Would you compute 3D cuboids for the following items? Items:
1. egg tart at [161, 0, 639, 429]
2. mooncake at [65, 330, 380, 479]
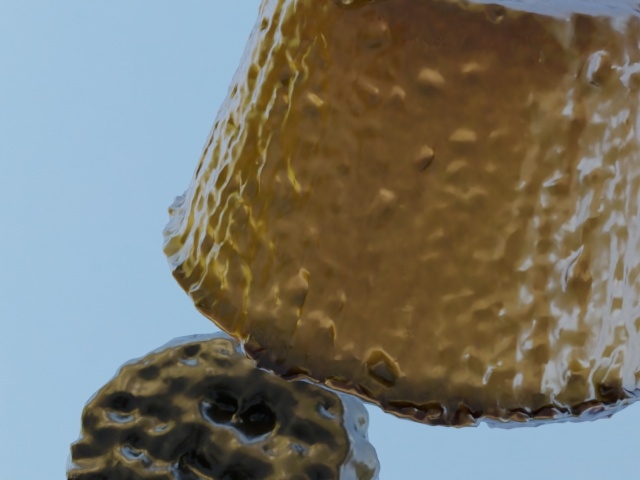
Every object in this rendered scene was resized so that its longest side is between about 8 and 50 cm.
[{"bbox_3d":[0.049,-0.035,0.745,0.215,0.215,0.171,24,-59,27],"label":"egg tart"},{"bbox_3d":[-0.067,0.169,1.337,0.228,0.124,0.228,-6,-134,6],"label":"mooncake"}]
